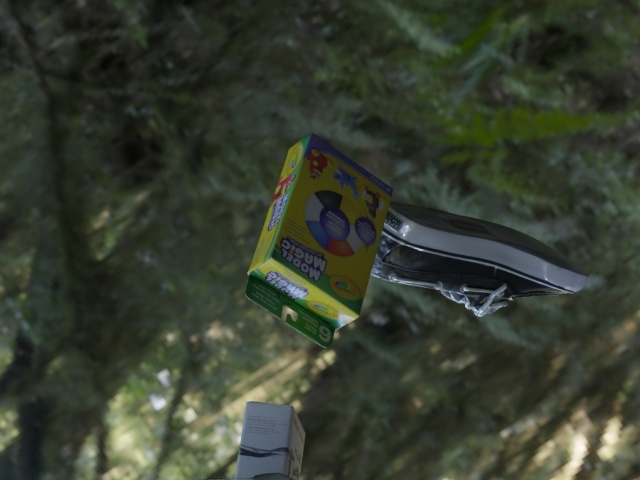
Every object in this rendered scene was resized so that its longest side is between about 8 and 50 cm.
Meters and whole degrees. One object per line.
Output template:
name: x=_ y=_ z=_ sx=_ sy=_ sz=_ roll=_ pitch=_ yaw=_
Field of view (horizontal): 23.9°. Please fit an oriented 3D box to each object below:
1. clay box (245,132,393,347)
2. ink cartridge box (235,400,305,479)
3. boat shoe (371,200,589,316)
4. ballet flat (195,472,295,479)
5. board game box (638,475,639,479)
clay box: x=0.000 y=0.000 z=1.704 sx=0.127 sy=0.053 sz=0.222 roll=33 pitch=-132 yaw=-21
ink cartridge box: x=-0.063 y=0.285 z=1.857 sx=0.109 sy=0.063 sz=0.150 roll=74 pitch=-158 yaw=-63
boat shoe: x=0.193 y=0.038 z=1.873 sx=0.306 sy=0.105 sz=0.113 roll=12 pitch=-161 yaw=-33
ballet flat: x=-0.093 y=0.295 z=1.668 sx=0.213 sy=0.068 sz=0.072 roll=-16 pitch=77 yaw=58
board game box: x=0.628 y=0.397 z=1.915 sx=0.356 sy=0.356 sz=0.356 roll=-102 pitch=18 yaw=-54
